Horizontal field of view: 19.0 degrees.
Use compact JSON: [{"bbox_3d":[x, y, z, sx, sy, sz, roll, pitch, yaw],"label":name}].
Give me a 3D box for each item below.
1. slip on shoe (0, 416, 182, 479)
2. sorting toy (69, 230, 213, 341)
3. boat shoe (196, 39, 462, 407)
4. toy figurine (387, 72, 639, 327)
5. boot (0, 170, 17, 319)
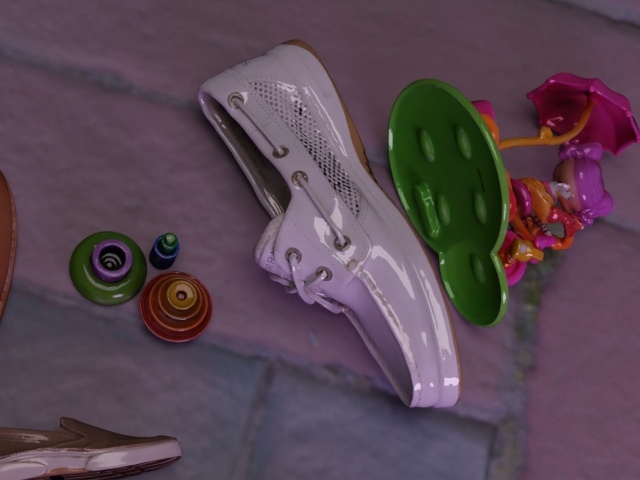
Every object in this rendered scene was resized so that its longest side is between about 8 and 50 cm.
[{"bbox_3d":[-0.155,0.130,1.202,0.135,0.051,0.041,-7,75,-7],"label":"slip on shoe"},{"bbox_3d":[-0.113,0.022,1.253,0.102,0.042,0.061,31,67,0],"label":"sorting toy"},{"bbox_3d":[0.000,0.000,1.262,0.096,0.098,0.277,-21,67,-19],"label":"boat shoe"},{"bbox_3d":[0.152,-0.046,1.314,0.159,0.130,0.173,-19,98,-28],"label":"toy figurine"},{"bbox_3d":[-0.246,0.009,1.119,0.109,0.220,0.283,29,54,2],"label":"boot"}]
